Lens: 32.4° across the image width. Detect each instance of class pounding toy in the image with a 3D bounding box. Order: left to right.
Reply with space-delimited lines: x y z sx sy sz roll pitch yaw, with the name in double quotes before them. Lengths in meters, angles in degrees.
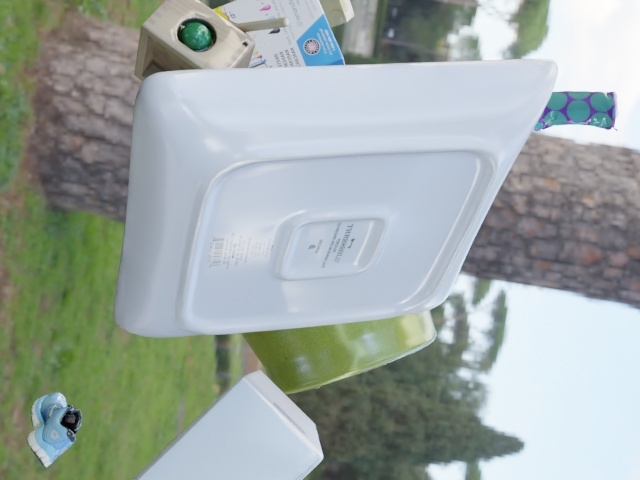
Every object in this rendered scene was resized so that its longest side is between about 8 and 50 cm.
"pounding toy" -0.128 -0.220 1.264 0.100 0.130 0.141 -53 177 -26

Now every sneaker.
"sneaker" -0.373 0.265 1.588 0.063 0.073 0.162 62 -1 -23

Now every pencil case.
"pencil case" 0.433 -0.222 1.890 0.064 0.152 0.070 -48 137 -69

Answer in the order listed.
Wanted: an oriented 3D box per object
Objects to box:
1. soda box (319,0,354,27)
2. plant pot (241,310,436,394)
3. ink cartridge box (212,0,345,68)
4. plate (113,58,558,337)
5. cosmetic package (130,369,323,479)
"soda box" -0.040 -0.369 1.821 0.058 0.181 0.061 -55 129 -64
"plant pot" -0.009 0.012 1.514 0.366 0.366 0.353 79 -8 -88
"ink cartridge box" -0.087 -0.230 1.565 0.168 0.233 0.171 67 2 -61
"plate" 0.003 -0.011 0.767 0.277 0.278 0.045 109 -29 -51
"cosmetic package" -0.132 0.247 0.994 0.284 0.097 0.377 -46 177 -6
